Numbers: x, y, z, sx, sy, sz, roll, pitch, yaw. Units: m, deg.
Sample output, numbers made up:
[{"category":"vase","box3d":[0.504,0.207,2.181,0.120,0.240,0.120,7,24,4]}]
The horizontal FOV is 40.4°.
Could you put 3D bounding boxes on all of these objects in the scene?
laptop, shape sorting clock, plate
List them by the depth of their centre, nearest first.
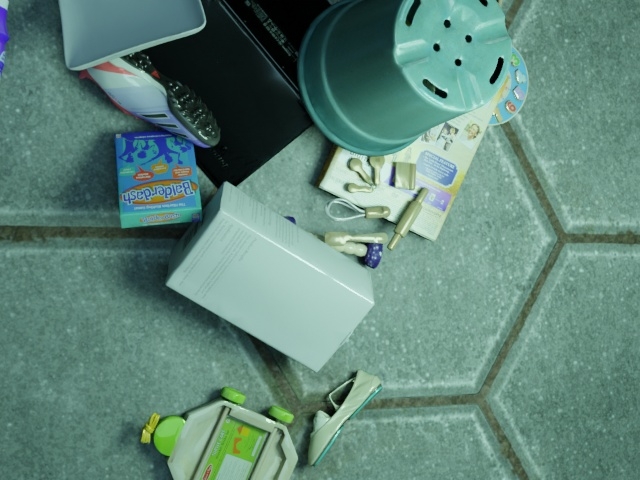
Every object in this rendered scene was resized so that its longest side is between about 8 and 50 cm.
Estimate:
[{"category":"plate","box3d":[-0.370,-0.456,1.698,0.277,0.045,0.278,-17,56,1]},{"category":"laptop","box3d":[-0.161,-0.393,1.879,0.382,0.236,0.408,49,50,-14]},{"category":"shape sorting clock","box3d":[0.402,-0.374,2.046,0.206,0.040,0.206,-1,92,-17]}]

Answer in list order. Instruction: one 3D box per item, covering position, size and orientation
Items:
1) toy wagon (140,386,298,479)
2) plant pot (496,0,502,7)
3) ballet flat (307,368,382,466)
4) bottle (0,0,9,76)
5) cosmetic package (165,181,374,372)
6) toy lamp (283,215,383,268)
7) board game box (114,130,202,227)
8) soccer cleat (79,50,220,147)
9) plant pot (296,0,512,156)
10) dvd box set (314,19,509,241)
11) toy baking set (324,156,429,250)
[{"category":"toy wagon","box3d":[-0.222,0.450,1.865,0.344,0.068,0.267,26,84,-16]},{"category":"plant pot","box3d":[0.282,-0.563,1.939,0.237,0.237,0.110,22,45,-17]},{"category":"ballet flat","box3d":[0.035,0.390,1.946,0.086,0.086,0.248,46,77,-14]},{"category":"bottle","box3d":[-0.660,-0.333,1.671,0.092,0.118,0.283,11,88,-15]},{"category":"cosmetic package","box3d":[-0.100,0.079,1.807,0.385,0.156,0.217,33,111,-18]},{"category":"toy lamp","box3d":[0.000,0.000,1.914,0.274,0.080,0.080,11,89,-20]},{"category":"board game box","box3d":[-0.329,-0.128,1.751,0.160,0.047,0.210,-6,57,-11]},{"category":"soccer cleat","box3d":[-0.345,-0.284,1.768,0.318,0.108,0.116,40,118,-7]},{"category":"plant pot","box3d":[0.176,-0.352,1.701,0.341,0.334,0.341,1,89,-25]},{"category":"dvd box set","box3d":[0.208,-0.248,1.958,0.307,0.062,0.420,23,90,-16]},{"category":"toy baking set","box3d":[0.119,-0.074,1.909,0.197,0.030,0.256,29,82,-11]}]
